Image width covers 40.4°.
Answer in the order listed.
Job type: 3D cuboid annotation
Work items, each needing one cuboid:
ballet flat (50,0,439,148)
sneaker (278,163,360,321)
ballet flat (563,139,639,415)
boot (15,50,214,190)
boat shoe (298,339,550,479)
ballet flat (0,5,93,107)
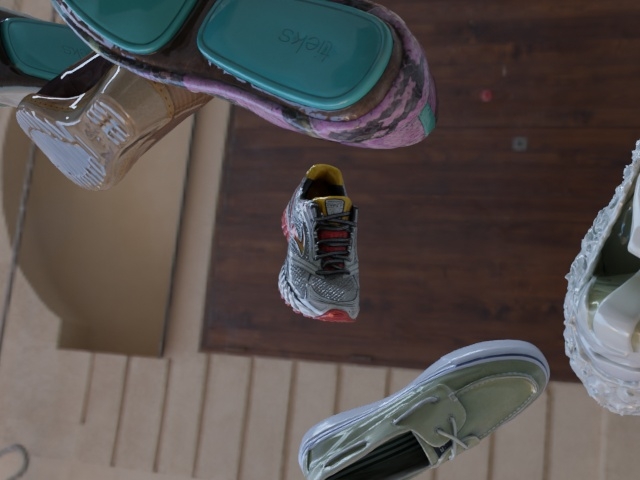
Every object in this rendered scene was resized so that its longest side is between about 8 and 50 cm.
[{"bbox_3d":[-0.041,-0.091,0.394,0.077,0.221,0.079,-58,-29,-6],"label":"ballet flat"},{"bbox_3d":[0.000,0.000,0.964,0.225,0.088,0.092,-102,25,-46],"label":"sneaker"},{"bbox_3d":[0.286,0.008,0.751,0.147,0.147,0.408,-59,-19,-56],"label":"ballet flat"},{"bbox_3d":[-0.114,-0.138,0.659,0.207,0.248,0.090,-49,-67,-24],"label":"boot"},{"bbox_3d":[0.120,0.212,0.963,0.109,0.302,0.094,60,-174,-25],"label":"boat shoe"},{"bbox_3d":[-0.371,-0.192,0.889,0.400,0.139,0.139,9,-96,-64],"label":"ballet flat"}]
